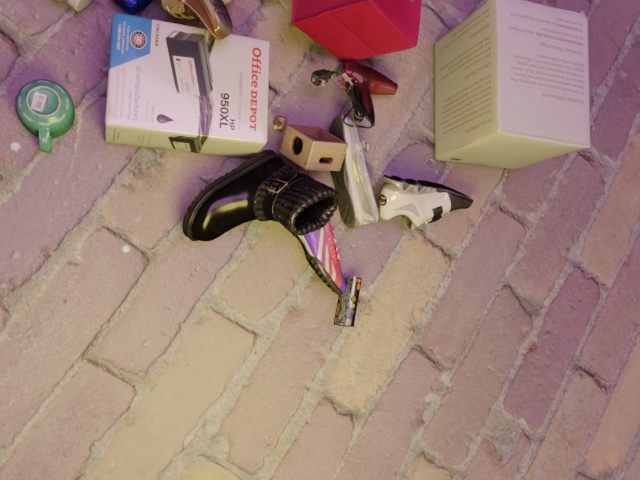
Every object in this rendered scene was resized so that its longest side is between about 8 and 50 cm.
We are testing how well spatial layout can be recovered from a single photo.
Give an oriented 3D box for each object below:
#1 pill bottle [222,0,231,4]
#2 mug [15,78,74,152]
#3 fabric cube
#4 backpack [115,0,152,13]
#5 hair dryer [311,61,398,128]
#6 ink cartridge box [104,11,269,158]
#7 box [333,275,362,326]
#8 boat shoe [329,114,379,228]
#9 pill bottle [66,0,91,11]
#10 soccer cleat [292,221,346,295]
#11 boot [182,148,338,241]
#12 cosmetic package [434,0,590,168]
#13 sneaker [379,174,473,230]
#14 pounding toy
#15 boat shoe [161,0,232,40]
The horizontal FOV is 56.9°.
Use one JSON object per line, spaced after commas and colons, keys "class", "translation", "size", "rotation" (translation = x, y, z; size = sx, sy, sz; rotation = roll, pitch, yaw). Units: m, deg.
{"class": "pill bottle", "translation": [-0.276, -0.728, 1.591], "size": [0.136, 0.136, 0.246], "rotation": [27, 76, -16]}
{"class": "mug", "translation": [-0.656, -0.309, 1.425], "size": [0.129, 0.097, 0.158], "rotation": [-35, 96, -20]}
{"class": "fabric cube", "translation": [0.104, -0.674, 1.610], "size": [0.258, 0.259, 0.254], "rotation": [18, 75, -53]}
{"class": "backpack", "translation": [-0.499, -0.659, 1.522], "size": [0.120, 0.098, 0.101], "rotation": [42, 76, -12]}
{"class": "hair dryer", "translation": [0.118, -0.419, 1.705], "size": [0.293, 0.080, 0.224], "rotation": [-31, 81, -38]}
{"class": "ink cartridge box", "translation": [-0.337, -0.384, 1.514], "size": [0.394, 0.166, 0.286], "rotation": [4, 83, -20]}
{"class": "box", "translation": [0.076, 0.171, 1.644], "size": [0.027, 0.094, 0.137], "rotation": [14, 80, -18]}
{"class": "boat shoe", "translation": [0.096, -0.199, 1.686], "size": [0.103, 0.118, 0.321], "rotation": [-12, 92, -27]}
{"class": "pill bottle", "translation": [-0.652, -0.663, 1.461], "size": [0.180, 0.108, 0.108], "rotation": [39, 73, -12]}
{"class": "soccer cleat", "translation": [0.000, 0.000, 1.623], "size": [0.116, 0.108, 0.318], "rotation": [-31, 92, -8]}
{"class": "boot", "translation": [-0.152, -0.072, 1.492], "size": [0.348, 0.131, 0.260], "rotation": [-42, 59, -15]}
{"class": "cosmetic package", "translation": [0.559, -0.447, 1.765], "size": [0.327, 0.329, 0.394], "rotation": [4, 84, -20]}
{"class": "sneaker", "translation": [0.306, -0.102, 1.758], "size": [0.330, 0.122, 0.146], "rotation": [5, 107, -29]}
{"class": "pounding toy", "translation": [-0.065, -0.264, 1.617], "size": [0.181, 0.206, 0.094], "rotation": [-4, 121, -42]}
{"class": "boat shoe", "translation": [-0.328, -0.599, 1.457], "size": [0.116, 0.123, 0.324], "rotation": [-39, 67, 13]}
